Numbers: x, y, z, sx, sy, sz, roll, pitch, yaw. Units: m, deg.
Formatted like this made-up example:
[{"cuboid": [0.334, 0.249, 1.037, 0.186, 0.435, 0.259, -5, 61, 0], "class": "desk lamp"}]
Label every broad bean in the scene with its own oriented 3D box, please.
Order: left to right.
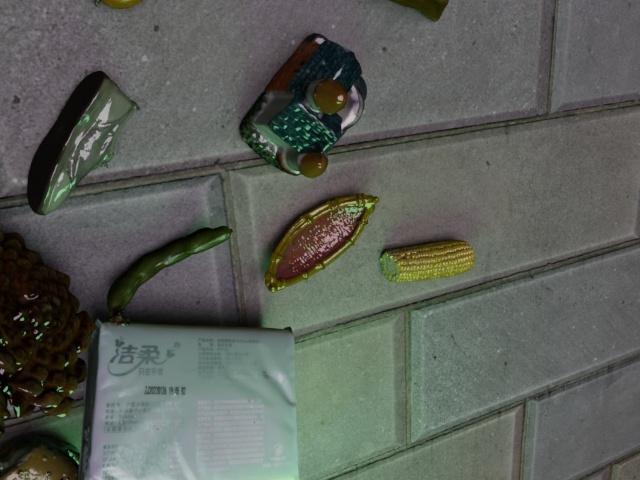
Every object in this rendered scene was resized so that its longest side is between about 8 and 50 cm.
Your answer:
[{"cuboid": [-0.310, 0.056, 1.159, 0.292, 0.144, 0.049, -43, 128, -26], "class": "broad bean"}]

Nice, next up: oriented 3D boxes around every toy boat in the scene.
[{"cuboid": [-0.004, -0.001, 1.318, 0.318, 0.099, 0.141, -40, 120, -12], "class": "toy boat"}]

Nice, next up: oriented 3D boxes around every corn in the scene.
[{"cuboid": [0.271, 0.052, 1.473, 0.244, 0.093, 0.094, -7, 110, -20], "class": "corn"}]

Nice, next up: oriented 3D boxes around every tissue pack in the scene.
[{"cuboid": [-0.263, 0.341, 1.184, 0.404, 0.205, 0.332, 7, 68, -27], "class": "tissue pack"}]

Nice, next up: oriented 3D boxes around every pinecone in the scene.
[{"cuboid": [-0.592, 0.172, 0.951, 0.384, 0.384, 0.385, -9, 111, -24], "class": "pinecone"}]

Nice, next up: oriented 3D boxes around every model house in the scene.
[{"cuboid": [0.008, -0.246, 1.131, 0.190, 0.301, 0.271, 39, 88, -24], "class": "model house"}]

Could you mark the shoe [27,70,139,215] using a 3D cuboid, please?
[{"cuboid": [-0.427, -0.163, 1.052, 0.098, 0.103, 0.275, 31, 94, -44], "class": "shoe"}]

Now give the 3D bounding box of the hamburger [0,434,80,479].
[{"cuboid": [-0.550, 0.494, 1.170, 0.192, 0.167, 0.288, -41, 120, -6], "class": "hamburger"}]

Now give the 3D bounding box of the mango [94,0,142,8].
[{"cuboid": [-0.324, -0.473, 1.009, 0.101, 0.066, 0.188, 35, 92, -11], "class": "mango"}]

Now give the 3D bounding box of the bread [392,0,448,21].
[{"cuboid": [0.119, -0.626, 1.190, 0.361, 0.245, 0.233, 17, 102, 1], "class": "bread"}]
